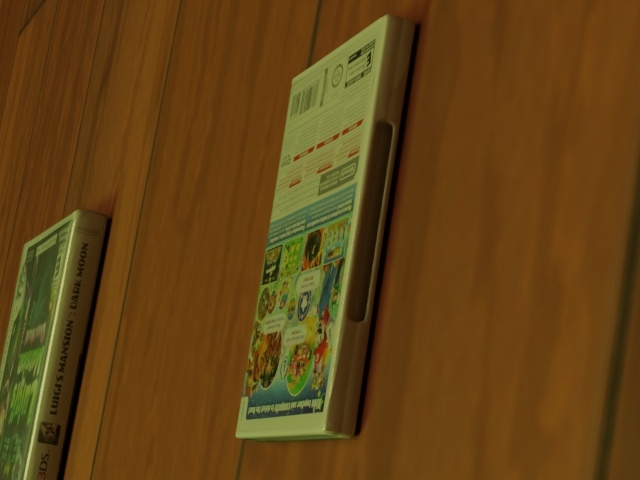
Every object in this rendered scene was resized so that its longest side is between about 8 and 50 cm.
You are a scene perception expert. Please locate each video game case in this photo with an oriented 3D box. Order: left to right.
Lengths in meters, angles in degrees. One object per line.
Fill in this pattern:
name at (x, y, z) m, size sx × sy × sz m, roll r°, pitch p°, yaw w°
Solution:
video game case at (-0.166, 0.077, 0.941) m, size 0.190 × 0.022 × 0.173 m, roll 163°, pitch 117°, yaw -70°
video game case at (0.000, 0.000, 0.493) m, size 0.087 × 0.011 × 0.122 m, roll 159°, pitch 121°, yaw -69°
